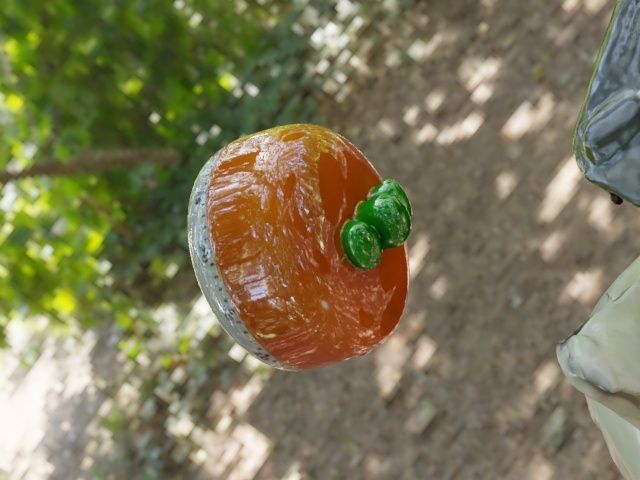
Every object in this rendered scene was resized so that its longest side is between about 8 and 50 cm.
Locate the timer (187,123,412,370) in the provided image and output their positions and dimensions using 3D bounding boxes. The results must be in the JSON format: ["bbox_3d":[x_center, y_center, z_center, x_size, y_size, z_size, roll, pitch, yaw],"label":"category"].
[{"bbox_3d":[0.000,0.000,0.943,0.136,0.136,0.099,-40,-1,37],"label":"timer"}]

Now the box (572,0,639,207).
[{"bbox_3d":[0.281,-0.123,1.023,0.290,0.073,0.289,35,110,52],"label":"box"}]

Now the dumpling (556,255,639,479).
[{"bbox_3d":[0.140,0.051,0.542,0.118,0.136,0.199,-42,-20,32],"label":"dumpling"}]
